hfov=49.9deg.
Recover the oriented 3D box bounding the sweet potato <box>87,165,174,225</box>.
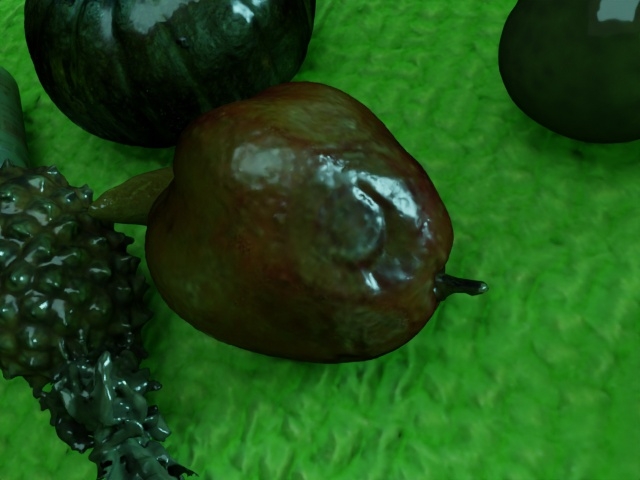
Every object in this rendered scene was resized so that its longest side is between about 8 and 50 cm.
[{"bbox_3d":[-0.121,-0.045,0.642,0.058,0.055,0.202,44,36,23],"label":"sweet potato"}]

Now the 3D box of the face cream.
[{"bbox_3d":[-0.385,-0.095,0.783,0.101,0.101,0.252,-26,56,2],"label":"face cream"}]

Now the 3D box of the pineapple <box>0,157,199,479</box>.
[{"bbox_3d":[-0.202,0.092,0.589,0.175,0.175,0.361,-36,68,-5],"label":"pineapple"}]

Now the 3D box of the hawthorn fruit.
[{"bbox_3d":[0.000,0.000,0.536,0.260,0.224,0.224,28,71,17],"label":"hawthorn fruit"}]

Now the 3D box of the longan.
[{"bbox_3d":[0.241,-0.181,0.587,0.184,0.159,0.205,-26,73,14],"label":"longan"}]

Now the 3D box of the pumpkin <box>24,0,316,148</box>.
[{"bbox_3d":[-0.160,-0.244,0.744,0.320,0.192,0.321,-7,59,12],"label":"pumpkin"}]
